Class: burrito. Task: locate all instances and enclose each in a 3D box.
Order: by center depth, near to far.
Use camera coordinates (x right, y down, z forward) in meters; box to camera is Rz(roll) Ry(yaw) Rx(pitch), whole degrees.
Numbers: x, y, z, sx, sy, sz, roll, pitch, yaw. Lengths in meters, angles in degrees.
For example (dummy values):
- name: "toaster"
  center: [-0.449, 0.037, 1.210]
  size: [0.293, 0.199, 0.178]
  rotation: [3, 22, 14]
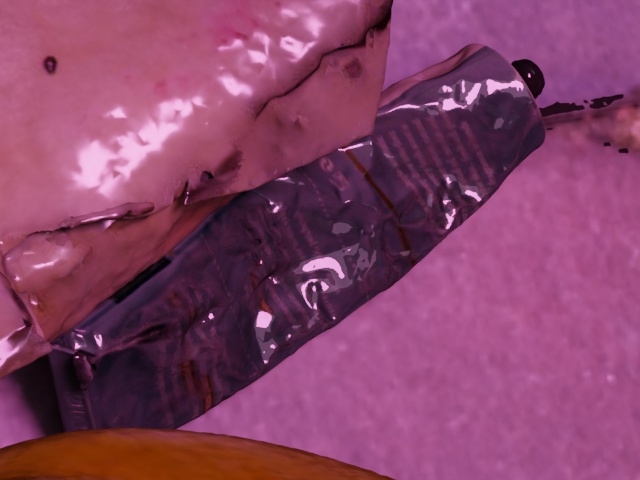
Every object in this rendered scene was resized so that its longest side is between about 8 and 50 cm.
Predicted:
- name: "burrito"
  center: [-0.066, -0.080, 0.676]
  size: [0.175, 0.107, 0.348]
  rotation: [48, 63, -2]

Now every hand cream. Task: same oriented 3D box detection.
- name: "hand cream"
  center: [0.000, 0.000, 0.720]
  size: [0.248, 0.052, 0.075]
  rotation: [-38, 120, -28]

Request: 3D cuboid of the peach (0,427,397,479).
- name: "peach"
  center: [-0.036, 0.204, 0.542]
  size: [0.314, 0.316, 0.281]
  rotation: [10, 94, -30]
